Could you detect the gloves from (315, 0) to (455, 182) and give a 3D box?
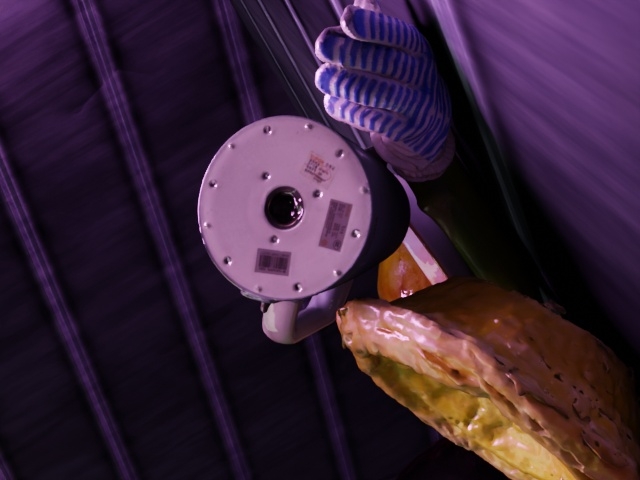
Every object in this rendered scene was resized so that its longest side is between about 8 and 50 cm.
[{"bbox_3d":[0.064,-0.129,0.876,0.229,0.097,0.119,38,-144,-56],"label":"gloves"}]

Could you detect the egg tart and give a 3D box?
[{"bbox_3d":[0.178,0.132,0.938,0.345,0.132,0.345,33,170,7],"label":"egg tart"}]

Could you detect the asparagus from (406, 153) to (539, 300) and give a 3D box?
[{"bbox_3d":[0.148,-0.029,1.033,0.278,0.060,0.067,52,-135,-12],"label":"asparagus"}]

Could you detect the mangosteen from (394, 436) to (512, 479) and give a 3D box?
[{"bbox_3d":[0.257,0.400,1.211,0.382,0.382,0.435,57,-168,17],"label":"mangosteen"}]

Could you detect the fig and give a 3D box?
[{"bbox_3d":[0.161,0.048,1.740,0.170,0.145,0.274,65,-175,-77],"label":"fig"}]

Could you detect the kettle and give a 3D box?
[{"bbox_3d":[0.000,0.000,0.965,0.160,0.210,0.243,15,-176,19],"label":"kettle"}]

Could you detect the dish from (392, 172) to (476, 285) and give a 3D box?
[{"bbox_3d":[0.159,0.008,1.176,0.260,0.085,0.260,55,180,0],"label":"dish"}]
